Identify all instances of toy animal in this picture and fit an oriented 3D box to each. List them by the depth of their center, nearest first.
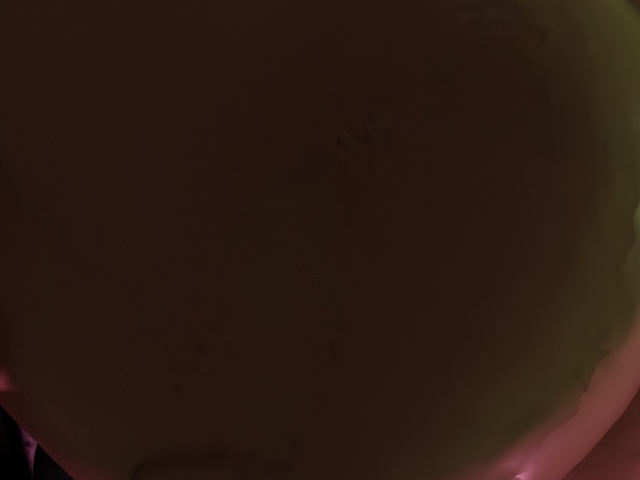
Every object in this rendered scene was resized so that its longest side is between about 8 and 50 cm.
[{"bbox_3d":[0.007,-0.018,0.469,0.229,0.210,0.221,-56,163,-20],"label":"toy animal"}]
